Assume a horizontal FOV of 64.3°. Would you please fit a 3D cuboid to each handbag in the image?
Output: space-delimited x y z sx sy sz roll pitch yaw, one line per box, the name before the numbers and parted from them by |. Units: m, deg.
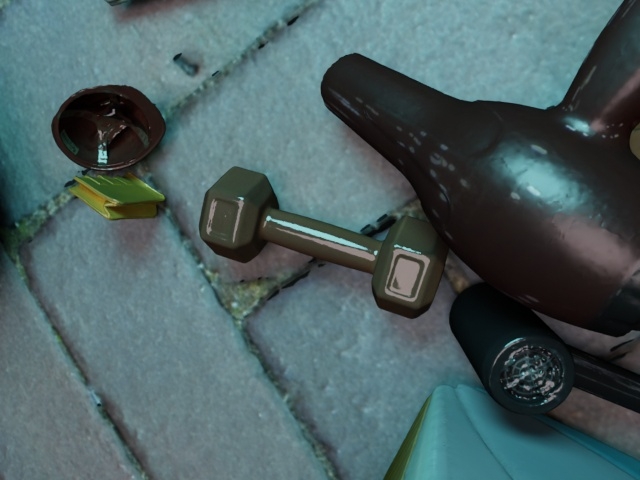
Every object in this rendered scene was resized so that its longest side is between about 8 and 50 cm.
handbag | -0.207 -0.046 0.526 0.061 0.083 0.027 33 104 11

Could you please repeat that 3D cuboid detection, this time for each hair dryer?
hair dryer | 0.237 0.117 0.418 0.255 0.128 0.070 22 102 0
hair dryer | 0.168 -0.141 0.333 0.312 0.123 0.340 48 122 29

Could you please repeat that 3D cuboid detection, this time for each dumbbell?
dumbbell | 0.000 0.000 0.477 0.230 0.082 0.092 18 101 12

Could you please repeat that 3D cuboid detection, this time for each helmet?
helmet | -0.216 -0.127 0.532 0.111 0.057 0.089 -22 127 8

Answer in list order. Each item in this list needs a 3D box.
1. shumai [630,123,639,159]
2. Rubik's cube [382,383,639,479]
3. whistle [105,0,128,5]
shumai | 0.282 -0.051 0.377 0.201 0.120 0.201 2 98 12
Rubik's cube | 0.162 0.355 0.343 0.351 0.352 0.347 25 102 13
whistle | -0.073 -0.288 0.471 0.326 0.057 0.068 -7 96 16
